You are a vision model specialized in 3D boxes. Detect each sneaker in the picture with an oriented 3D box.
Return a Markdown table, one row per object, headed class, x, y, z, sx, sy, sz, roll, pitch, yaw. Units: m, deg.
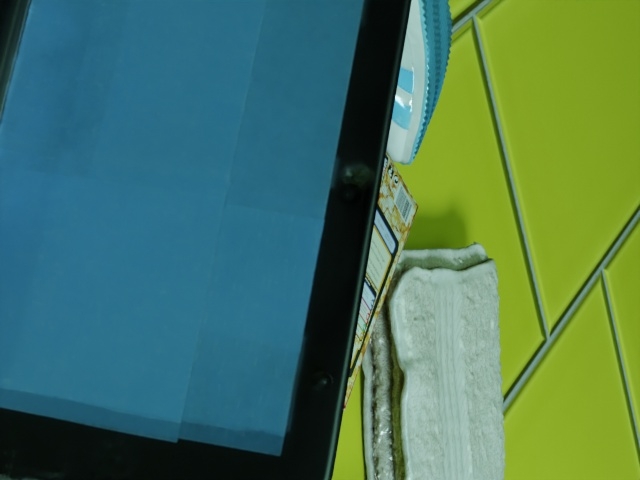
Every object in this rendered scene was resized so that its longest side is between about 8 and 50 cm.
| class | x | y | z | sx | sy | sz | roll | pitch | yaw |
| --- | --- | --- | --- | --- | --- | --- | --- | --- | --- |
| sneaker | 0.044 | -0.150 | 1.179 | 0.229 | 0.092 | 0.087 | 82 | 22 | -48 |

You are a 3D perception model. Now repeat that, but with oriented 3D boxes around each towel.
| class | x | y | z | sx | sy | sz | roll | pitch | yaw |
| --- | --- | --- | --- | --- | --- | --- | --- | --- | --- |
| towel | 0.097 | 0.144 | 1.270 | 0.187 | 0.049 | 0.282 | -4 | 91 | -58 |

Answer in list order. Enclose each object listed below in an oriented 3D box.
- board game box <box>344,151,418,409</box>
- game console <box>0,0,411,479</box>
| class | x | y | z | sx | sy | sz | roll | pitch | yaw |
| --- | --- | --- | --- | --- | --- | --- | --- | --- | --- |
| board game box | 0.000 | 0.000 | 1.122 | 0.147 | 0.045 | 0.193 | 58 | 41 | -39 |
| game console | -0.108 | -0.064 | 0.572 | 0.250 | 0.173 | 0.293 | 36 | 58 | -52 |
